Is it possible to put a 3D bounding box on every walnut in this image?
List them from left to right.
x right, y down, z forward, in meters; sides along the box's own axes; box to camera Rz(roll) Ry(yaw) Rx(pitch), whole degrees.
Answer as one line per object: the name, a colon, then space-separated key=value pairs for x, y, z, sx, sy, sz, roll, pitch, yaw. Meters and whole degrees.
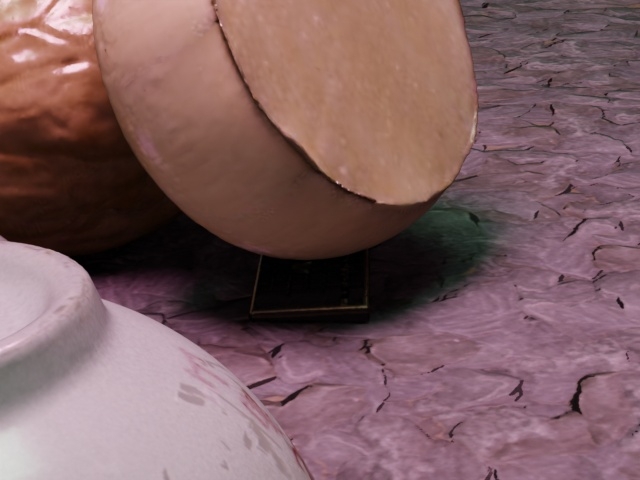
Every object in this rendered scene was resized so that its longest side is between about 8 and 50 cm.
walnut: x=-0.217 y=-0.119 z=1.299 sx=0.313 sy=0.277 sz=0.252 roll=-10 pitch=42 yaw=-27

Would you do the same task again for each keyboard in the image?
keyboard: x=0.000 y=0.000 z=1.299 sx=0.106 sy=0.027 sz=0.317 roll=-1 pitch=19 yaw=1

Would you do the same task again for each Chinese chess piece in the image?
Chinese chess piece: x=-0.019 y=-0.152 z=1.190 sx=0.140 sy=0.338 sz=0.338 roll=-20 pitch=5 yaw=38

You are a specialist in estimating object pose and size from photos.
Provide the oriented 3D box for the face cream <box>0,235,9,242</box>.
face cream: x=-0.217 y=0.058 z=1.067 sx=0.143 sy=0.089 sz=0.314 roll=3 pitch=16 yaw=-40

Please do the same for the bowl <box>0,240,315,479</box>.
bowl: x=-0.185 y=0.119 z=0.698 sx=0.435 sy=0.196 sz=0.435 roll=-5 pitch=19 yaw=2
